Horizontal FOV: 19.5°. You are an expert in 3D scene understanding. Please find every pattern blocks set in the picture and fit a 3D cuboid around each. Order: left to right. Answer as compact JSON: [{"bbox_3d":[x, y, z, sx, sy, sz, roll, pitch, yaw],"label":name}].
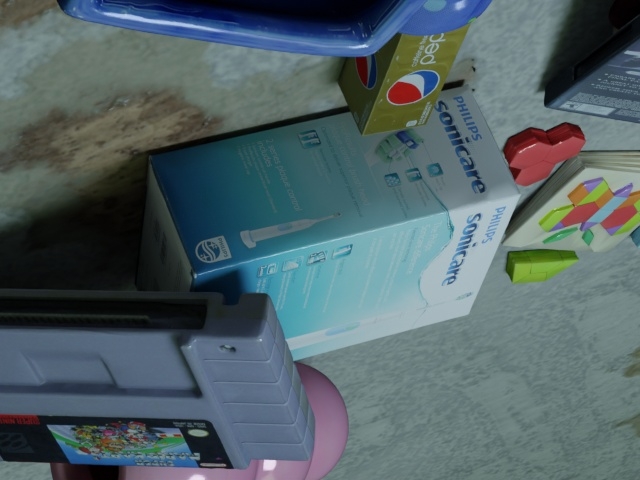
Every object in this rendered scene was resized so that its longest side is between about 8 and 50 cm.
[{"bbox_3d":[0.281,-0.039,1.881,0.325,0.026,0.285,-8,149,-28],"label":"pattern blocks set"}]

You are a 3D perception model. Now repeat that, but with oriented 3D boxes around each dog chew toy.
[{"bbox_3d":[-0.102,0.196,1.837,0.332,0.206,0.206,-4,148,-47],"label":"dog chew toy"}]

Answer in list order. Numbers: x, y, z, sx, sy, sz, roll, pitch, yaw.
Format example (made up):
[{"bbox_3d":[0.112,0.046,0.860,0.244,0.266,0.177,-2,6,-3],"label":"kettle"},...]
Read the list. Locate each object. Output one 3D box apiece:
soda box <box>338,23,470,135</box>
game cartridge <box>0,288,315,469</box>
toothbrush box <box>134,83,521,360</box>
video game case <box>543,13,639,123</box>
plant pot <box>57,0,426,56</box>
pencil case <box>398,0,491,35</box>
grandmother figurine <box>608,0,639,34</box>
[{"bbox_3d":[0.070,-0.160,1.463,0.061,0.058,0.181,-11,150,-21],"label":"soda box"},{"bbox_3d":[-0.195,0.121,1.582,0.355,0.068,0.230,0,143,12],"label":"game cartridge"},{"bbox_3d":[0.000,0.000,1.624,0.295,0.126,0.216,-13,152,-16],"label":"toothbrush box"},{"bbox_3d":[0.325,-0.140,1.557,0.196,0.026,0.274,8,167,-12],"label":"video game case"},{"bbox_3d":[-0.030,-0.261,1.036,0.236,0.212,0.236,2,144,-41],"label":"plant pot"},{"bbox_3d":[0.099,-0.268,1.222,0.133,0.119,0.306,-31,158,-28],"label":"pencil case"},{"bbox_3d":[0.335,-0.203,1.553,0.208,0.104,0.342,-20,155,27],"label":"grandmother figurine"}]
